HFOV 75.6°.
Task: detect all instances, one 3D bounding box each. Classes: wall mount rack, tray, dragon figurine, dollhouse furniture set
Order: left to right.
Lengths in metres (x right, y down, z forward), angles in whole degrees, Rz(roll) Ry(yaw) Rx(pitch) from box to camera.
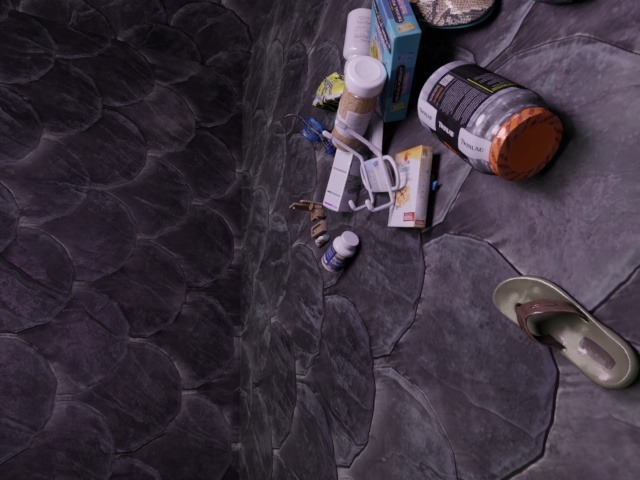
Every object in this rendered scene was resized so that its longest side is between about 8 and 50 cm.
[{"bbox_3d":[-0.058,-0.101,1.884,0.144,0.123,0.151,-32,55,59],"label":"dollhouse furniture set"},{"bbox_3d":[-0.029,-0.491,1.838,0.085,0.289,0.144,-50,7,18],"label":"dragon figurine"},{"bbox_3d":[0.130,-0.249,1.369,0.350,0.131,0.304,-156,47,-77],"label":"wall mount rack"},{"bbox_3d":[0.168,-0.415,1.528,0.270,0.030,0.145,-115,19,-54],"label":"tray"}]

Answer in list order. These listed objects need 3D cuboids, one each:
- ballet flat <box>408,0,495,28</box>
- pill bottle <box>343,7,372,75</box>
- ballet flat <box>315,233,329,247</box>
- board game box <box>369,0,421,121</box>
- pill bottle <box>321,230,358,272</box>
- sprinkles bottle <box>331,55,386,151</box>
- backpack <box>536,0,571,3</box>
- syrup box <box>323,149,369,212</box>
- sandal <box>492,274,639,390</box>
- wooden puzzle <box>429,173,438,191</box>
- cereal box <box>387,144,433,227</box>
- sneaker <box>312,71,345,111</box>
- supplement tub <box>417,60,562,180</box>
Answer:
[{"bbox_3d":[0.302,-0.735,1.210,0.164,0.182,0.483,-42,35,7],"label":"ballet flat"},{"bbox_3d":[0.156,-0.751,1.596,0.131,0.131,0.229,11,93,64],"label":"pill bottle"},{"bbox_3d":[0.000,0.000,1.836,0.114,0.041,0.041,-40,49,55],"label":"ballet flat"},{"bbox_3d":[0.219,-0.584,1.292,0.336,0.079,0.253,81,178,-65],"label":"board game box"},{"bbox_3d":[0.079,0.042,1.597,0.169,0.094,0.094,-57,36,44],"label":"pill bottle"},{"bbox_3d":[0.117,-0.436,1.371,0.355,0.121,0.121,108,160,-68],"label":"sprinkles bottle"},{"bbox_3d":[0.480,-0.570,0.838,0.188,0.166,0.144,-134,54,-62],"label":"backpack"},{"bbox_3d":[0.097,-0.233,1.607,0.096,0.093,0.236,31,113,43],"label":"syrup box"},{"bbox_3d":[0.452,0.159,0.800,0.303,0.086,0.120,47,126,58],"label":"sandal"},{"bbox_3d":[0.318,-0.168,1.246,0.116,0.014,0.078,-120,38,-60],"label":"wooden puzzle"},{"bbox_3d":[0.273,-0.158,1.270,0.173,0.047,0.240,-174,90,-74],"label":"cereal box"},{"bbox_3d":[0.071,-0.634,1.733,0.385,0.145,0.147,29,110,61],"label":"sneaker"},{"bbox_3d":[0.376,-0.277,0.949,0.316,0.194,0.193,-115,40,-50],"label":"supplement tub"}]
